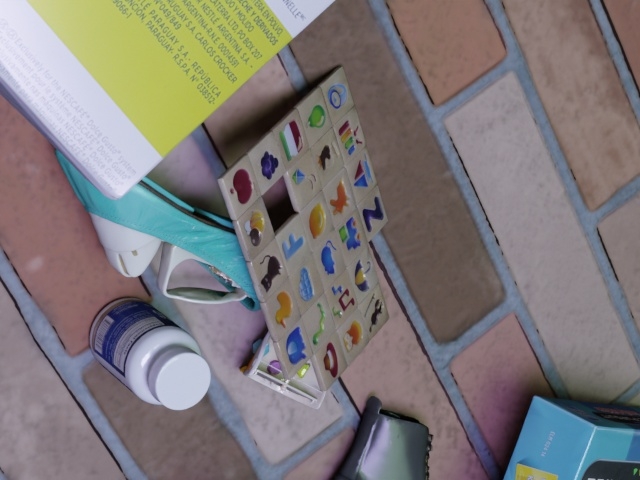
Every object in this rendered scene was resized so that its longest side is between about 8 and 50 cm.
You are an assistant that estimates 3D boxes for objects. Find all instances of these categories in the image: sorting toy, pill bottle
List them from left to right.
[{"bbox_3d":[-0.138,0.095,1.546,0.067,0.120,0.067,-11,112,-28],"label":"pill bottle"},{"bbox_3d":[-0.027,0.098,1.664,0.083,0.045,0.075,30,82,-34],"label":"sorting toy"}]

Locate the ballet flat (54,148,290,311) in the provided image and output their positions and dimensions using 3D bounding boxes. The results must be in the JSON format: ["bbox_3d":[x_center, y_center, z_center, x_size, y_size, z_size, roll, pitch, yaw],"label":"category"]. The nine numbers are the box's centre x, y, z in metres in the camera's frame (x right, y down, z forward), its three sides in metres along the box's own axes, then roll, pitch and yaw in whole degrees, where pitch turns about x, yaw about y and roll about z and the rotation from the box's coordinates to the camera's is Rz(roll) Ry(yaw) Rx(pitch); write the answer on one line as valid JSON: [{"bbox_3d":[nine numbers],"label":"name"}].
[{"bbox_3d":[-0.124,0.000,1.543,0.247,0.083,0.087,26,87,-36],"label":"ballet flat"}]

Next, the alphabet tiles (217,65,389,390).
[{"bbox_3d":[0.000,0.000,1.609,0.198,0.009,0.237,-46,129,-44],"label":"alphabet tiles"}]

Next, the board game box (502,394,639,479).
[{"bbox_3d":[0.246,0.327,1.838,0.253,0.079,0.336,11,102,-51],"label":"board game box"}]

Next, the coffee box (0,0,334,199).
[{"bbox_3d":[-0.168,-0.295,1.252,0.334,0.337,0.338,-43,122,-5],"label":"coffee box"}]

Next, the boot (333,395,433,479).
[{"bbox_3d":[0.100,0.238,1.770,0.198,0.077,0.137,23,89,-36],"label":"boot"}]
